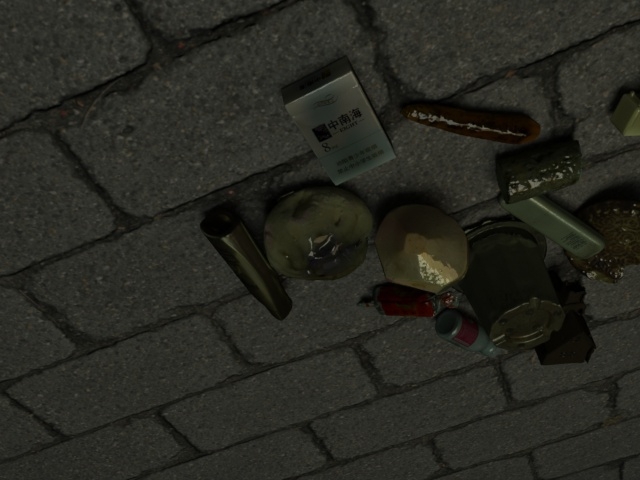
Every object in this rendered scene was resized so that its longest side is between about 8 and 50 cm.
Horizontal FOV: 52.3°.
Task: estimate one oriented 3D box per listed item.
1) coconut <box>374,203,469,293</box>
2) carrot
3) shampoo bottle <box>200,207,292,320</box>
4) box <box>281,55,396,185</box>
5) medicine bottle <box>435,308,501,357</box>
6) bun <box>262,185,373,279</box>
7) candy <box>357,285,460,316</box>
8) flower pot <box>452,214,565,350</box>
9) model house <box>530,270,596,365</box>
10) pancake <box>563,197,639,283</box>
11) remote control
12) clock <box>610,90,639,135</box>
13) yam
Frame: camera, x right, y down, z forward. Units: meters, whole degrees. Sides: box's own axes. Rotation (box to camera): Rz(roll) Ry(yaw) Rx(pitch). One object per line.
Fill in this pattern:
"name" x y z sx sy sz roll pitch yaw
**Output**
"coconut" 0.236 0.017 1.519 0.237 0.237 0.197 21 85 -27
"carrot" 0.320 -0.253 1.397 0.314 0.066 0.066 6 132 -14
"shampoo bottle" -0.163 0.068 1.579 0.084 0.125 0.350 -47 137 -17
"box" 0.042 -0.242 1.357 0.155 0.067 0.243 -24 132 11
"medicine bottle" 0.434 0.275 1.895 0.217 0.090 0.090 28 123 -32
"bun" -0.004 0.003 1.515 0.273 0.168 0.273 -10 138 -9
"candy" 0.229 0.163 1.734 0.292 0.059 0.086 -1 136 28
"flower pot" 0.473 0.126 1.645 0.290 0.259 0.290 -6 135 -6
"model house" 0.631 0.196 1.767 0.204 0.211 0.243 -6 139 -7
"pancake" 0.764 0.013 1.639 0.286 0.033 0.288 31 138 11
"remote control" 0.573 -0.043 1.610 0.309 0.038 0.090 29 135 -16
"clock" 0.773 -0.381 1.321 0.276 0.120 0.379 -6 134 -11
"yam" 0.506 -0.159 1.488 0.194 0.107 0.107 -16 133 5
